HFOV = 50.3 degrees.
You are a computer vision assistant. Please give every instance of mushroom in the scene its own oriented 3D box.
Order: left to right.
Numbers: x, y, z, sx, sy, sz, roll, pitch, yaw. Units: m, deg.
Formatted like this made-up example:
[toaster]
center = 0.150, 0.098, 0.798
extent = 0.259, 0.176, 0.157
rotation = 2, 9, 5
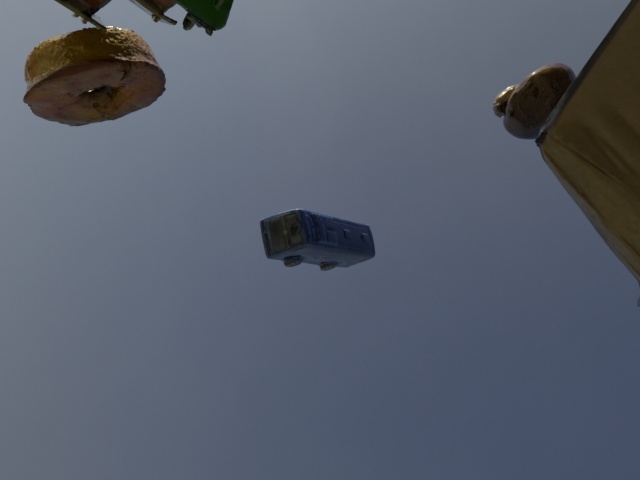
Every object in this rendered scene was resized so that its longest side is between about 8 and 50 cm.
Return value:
[mushroom]
center = 0.313, -0.201, 0.976
extent = 0.127, 0.127, 0.087
rotation = -49, -114, 34

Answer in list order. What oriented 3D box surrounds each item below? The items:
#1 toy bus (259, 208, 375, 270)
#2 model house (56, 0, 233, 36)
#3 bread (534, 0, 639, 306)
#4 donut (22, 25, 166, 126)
[toy bus]
center = 0.001, -0.003, 1.144
extent = 0.094, 0.236, 0.079
rotation = -27, -110, 28
[model house]
center = -0.321, -0.492, 1.094
extent = 0.324, 0.340, 0.300
rotation = -12, -32, 44
[bread]
center = 0.226, -0.053, 0.291
extent = 0.212, 0.142, 0.224
rotation = 37, -67, 16
[donut]
center = -0.409, -0.288, 1.234
extent = 0.253, 0.253, 0.118
rotation = -28, -100, 34
